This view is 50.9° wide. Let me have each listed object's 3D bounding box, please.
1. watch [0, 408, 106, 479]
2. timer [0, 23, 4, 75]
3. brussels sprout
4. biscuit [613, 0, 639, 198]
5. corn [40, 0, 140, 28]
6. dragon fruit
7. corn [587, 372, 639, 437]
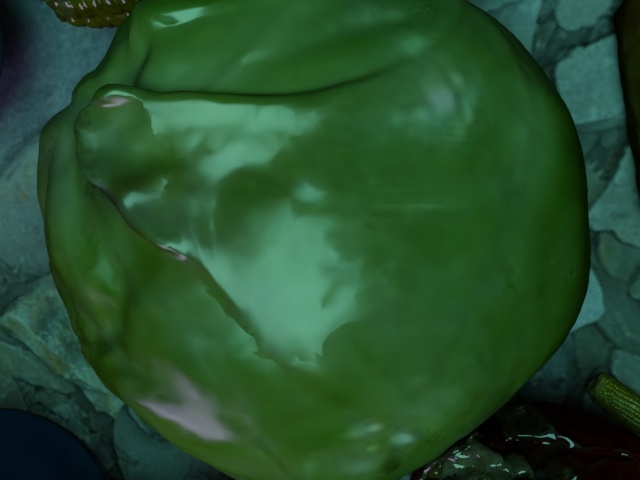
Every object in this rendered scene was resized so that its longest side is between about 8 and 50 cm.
[{"bbox_3d":[-0.275,0.291,0.564,0.305,0.241,0.275,-5,87,6],"label":"watch"},{"bbox_3d":[-0.360,-0.177,0.498,0.255,0.175,0.175,35,107,5],"label":"timer"},{"bbox_3d":[0.000,0.000,0.416,0.327,0.247,0.328,0,87,7],"label":"brussels sprout"},{"bbox_3d":[0.365,-0.109,0.409,0.359,0.046,0.359,2,102,12],"label":"biscuit"},{"bbox_3d":[-0.035,-0.209,0.433,0.344,0.131,0.131,-3,102,13],"label":"corn"},{"bbox_3d":[0.131,0.182,0.414,0.218,0.224,0.148,-1,138,33],"label":"dragon fruit"},{"bbox_3d":[0.235,0.131,0.500,0.083,0.027,0.028,39,140,4],"label":"corn"}]
